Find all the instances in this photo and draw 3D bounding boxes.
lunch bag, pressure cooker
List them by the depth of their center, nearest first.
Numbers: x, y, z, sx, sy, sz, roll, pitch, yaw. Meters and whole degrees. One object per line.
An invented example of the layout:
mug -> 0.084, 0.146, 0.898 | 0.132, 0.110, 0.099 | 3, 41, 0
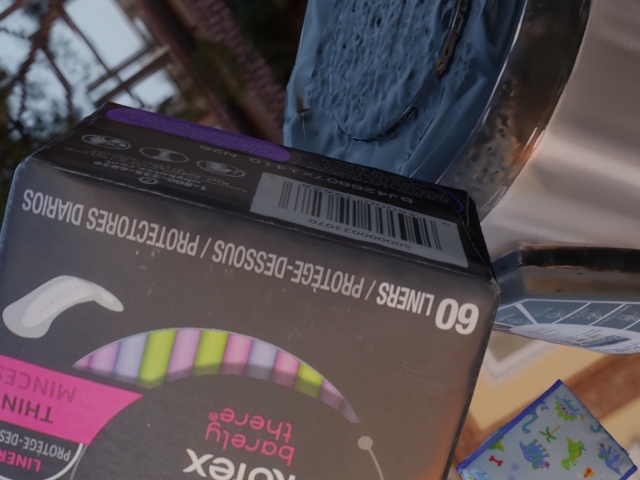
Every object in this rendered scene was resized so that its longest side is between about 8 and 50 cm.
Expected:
pressure cooker -> 0.229, -0.109, 1.090 | 0.420, 0.375, 0.370 | 16, -150, -27
lunch bag -> 0.239, 0.241, 1.494 | 0.129, 0.151, 0.096 | 49, 177, 9

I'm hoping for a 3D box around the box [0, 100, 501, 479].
box -> -0.049, 0.102, 0.537 | 0.165, 0.270, 0.143 | 14, -166, -1
